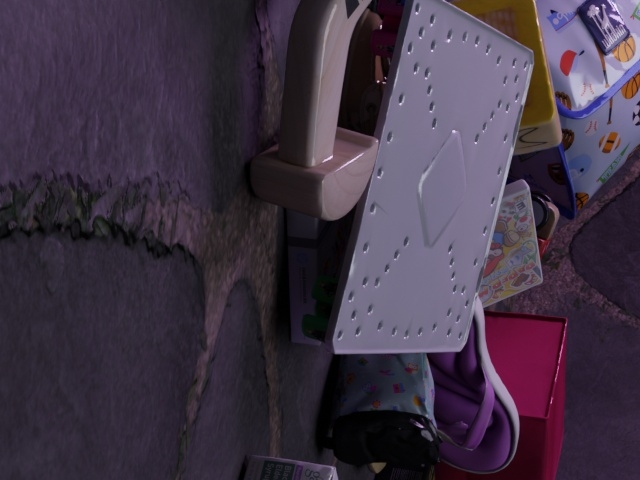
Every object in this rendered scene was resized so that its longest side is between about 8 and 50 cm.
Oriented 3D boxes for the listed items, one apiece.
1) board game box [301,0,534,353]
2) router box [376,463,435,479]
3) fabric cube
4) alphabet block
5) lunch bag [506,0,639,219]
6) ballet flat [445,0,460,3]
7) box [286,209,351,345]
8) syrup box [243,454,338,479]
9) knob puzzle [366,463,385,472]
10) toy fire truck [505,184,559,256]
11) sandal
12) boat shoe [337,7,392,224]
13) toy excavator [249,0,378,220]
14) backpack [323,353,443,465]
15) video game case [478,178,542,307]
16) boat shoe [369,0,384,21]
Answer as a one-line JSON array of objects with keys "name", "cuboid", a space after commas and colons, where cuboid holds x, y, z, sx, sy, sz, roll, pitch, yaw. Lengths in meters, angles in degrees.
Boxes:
[{"name": "board game box", "cuboid": [0.121, -0.065, 1.660, 0.390, 0.050, 0.390, 8, 96, -63]}, {"name": "router box", "cuboid": [0.111, 0.507, 2.228, 0.243, 0.081, 0.309, 84, 19, -45]}, {"name": "fabric cube", "cuboid": [0.265, 0.289, 2.382, 0.254, 0.259, 0.258, -66, 156, -49]}, {"name": "alphabet block", "cuboid": [0.225, -0.220, 2.001, 0.197, 0.192, 0.193, 28, 50, -77]}, {"name": "lunch bag", "cuboid": [0.421, -0.285, 2.344, 0.328, 0.239, 0.385, -42, 137, -21]}, {"name": "ballet flat", "cuboid": [0.233, -0.382, 2.303, 0.248, 0.086, 0.086, -56, 151, -65]}, {"name": "box", "cuboid": [0.000, 0.000, 1.591, 0.145, 0.038, 0.186, -62, 157, -55]}, {"name": "syrup box", "cuboid": [-0.026, 0.325, 1.529, 0.237, 0.096, 0.093, 78, 22, -54]}, {"name": "knob puzzle", "cuboid": [0.081, 0.248, 2.076, 0.213, 0.030, 0.213, 8, 90, -77]}, {"name": "toy fire truck", "cuboid": [0.223, 0.020, 2.196, 0.158, 0.217, 0.246, -23, 134, -75]}, {"name": "sandal", "cuboid": [0.178, 0.219, 2.069, 0.102, 0.169, 0.416, -74, 152, -45]}, {"name": "boat shoe", "cuboid": [0.066, -0.134, 1.678, 0.104, 0.089, 0.285, -62, 155, -55]}, {"name": "toy excavator", "cuboid": [0.045, -0.301, 1.359, 0.445, 0.222, 0.433, -55, 153, -35]}, {"name": "backpack", "cuboid": [0.085, 0.188, 1.828, 0.115, 0.152, 0.182, 95, -2, -50]}, {"name": "video game case", "cuboid": [0.206, 0.031, 2.072, 0.206, 0.227, 0.026, 73, -8, -45]}, {"name": "boat shoe", "cuboid": [0.120, -0.375, 1.766, 0.102, 0.108, 0.301, 65, 42, -69]}]
